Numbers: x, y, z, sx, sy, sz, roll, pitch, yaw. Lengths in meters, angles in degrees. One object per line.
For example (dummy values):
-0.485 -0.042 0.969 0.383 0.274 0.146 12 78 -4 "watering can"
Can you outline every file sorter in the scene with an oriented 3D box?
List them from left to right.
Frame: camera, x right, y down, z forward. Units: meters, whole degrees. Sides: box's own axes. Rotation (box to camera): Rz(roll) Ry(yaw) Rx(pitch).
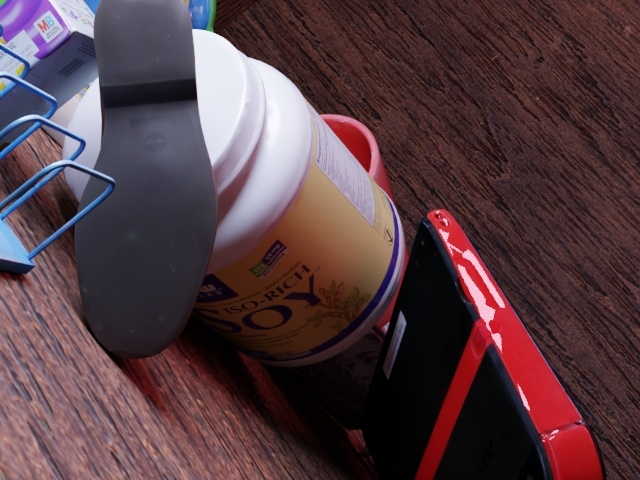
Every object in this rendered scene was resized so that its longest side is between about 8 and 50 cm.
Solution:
-0.245 -0.078 0.857 0.170 0.104 0.118 52 5 13 "file sorter"

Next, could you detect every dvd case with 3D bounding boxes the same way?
0.043 0.165 1.448 0.221 0.164 0.018 47 44 -37 "dvd case"

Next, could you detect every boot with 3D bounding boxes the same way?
-0.141 -0.052 0.997 0.115 0.112 0.305 121 -30 -79 "boot"

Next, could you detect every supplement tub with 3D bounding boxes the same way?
-0.080 -0.036 1.217 0.331 0.241 0.241 44 9 -50 "supplement tub"

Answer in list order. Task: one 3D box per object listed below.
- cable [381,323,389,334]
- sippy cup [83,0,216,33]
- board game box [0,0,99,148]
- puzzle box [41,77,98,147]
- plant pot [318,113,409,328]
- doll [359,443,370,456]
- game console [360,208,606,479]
0.072 0.156 2.018 0.257 0.089 0.257 53 5 21 "cable"
-0.277 -0.318 1.631 0.224 0.305 0.240 -65 157 -73 "sippy cup"
-0.321 -0.231 1.018 0.275 0.142 0.144 52 6 4 "board game box"
-0.290 -0.175 1.383 0.409 0.052 0.272 48 7 -36 "puzzle box"
0.000 0.000 1.697 0.243 0.275 0.275 60 -1 -39 "plant pot"
0.144 0.308 1.526 0.189 0.046 0.129 33 4 14 "doll"
0.148 0.211 1.222 0.386 0.060 0.342 103 -27 -46 "game console"
